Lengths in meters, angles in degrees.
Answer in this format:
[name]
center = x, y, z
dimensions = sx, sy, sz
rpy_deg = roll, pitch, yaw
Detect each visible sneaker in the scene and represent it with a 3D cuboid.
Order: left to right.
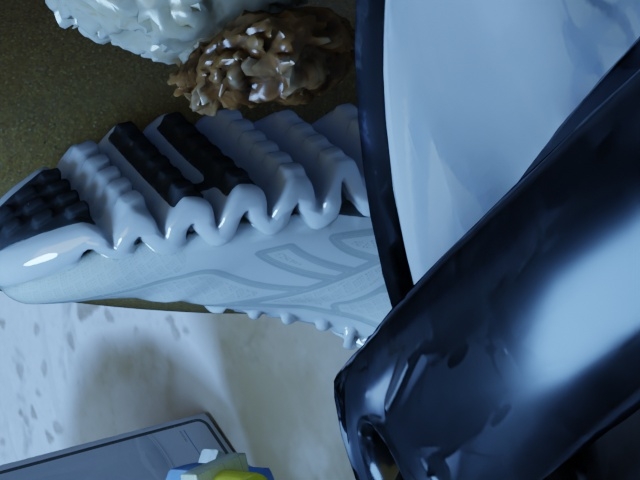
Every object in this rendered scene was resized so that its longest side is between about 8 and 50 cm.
[sneaker]
center = 0.000, 0.000, 0.850
dimensions = 0.110, 0.292, 0.118
rpy_deg = -125, 29, -61

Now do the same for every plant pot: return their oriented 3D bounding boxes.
[plant pot]
center = -0.088, -0.058, 0.963
dimensions = 0.237, 0.254, 0.237
rpy_deg = 19, 114, 48

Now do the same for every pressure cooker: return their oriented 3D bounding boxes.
[pressure cooker]
center = 0.207, -0.036, 0.452
dimensions = 0.375, 0.420, 0.370
rpy_deg = 25, 118, 45

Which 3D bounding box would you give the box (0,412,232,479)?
[box]
center = -0.152, 0.212, 1.084
dimensions = 0.169, 0.290, 0.087
rpy_deg = 53, 136, 30

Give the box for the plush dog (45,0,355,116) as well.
[plush dog]
center = -0.048, -0.170, 0.693
dimensions = 0.262, 0.210, 0.225
rpy_deg = 45, 132, 23

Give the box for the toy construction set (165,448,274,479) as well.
[toy construction set]
center = -0.031, 0.275, 0.981
dimensions = 0.151, 0.215, 0.328
rpy_deg = 18, 90, 45
